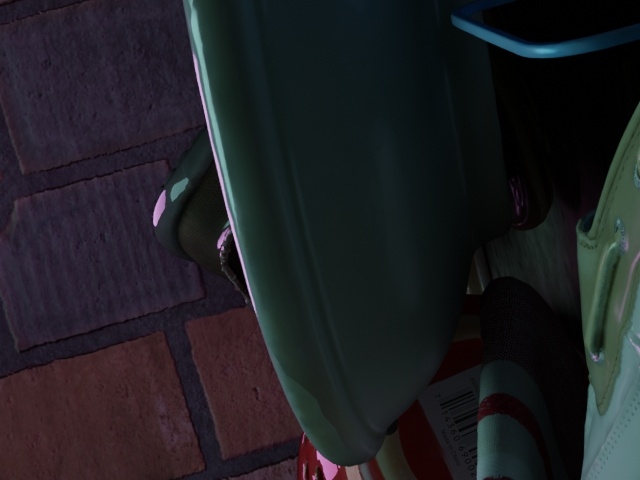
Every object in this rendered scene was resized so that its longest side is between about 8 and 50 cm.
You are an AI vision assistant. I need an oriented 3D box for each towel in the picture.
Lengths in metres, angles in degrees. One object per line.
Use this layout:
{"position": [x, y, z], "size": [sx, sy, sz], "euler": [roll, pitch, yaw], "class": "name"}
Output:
{"position": [0.115, 0.196, 0.482], "size": [0.237, 0.037, 0.329], "euler": [61, -158, -28], "class": "towel"}

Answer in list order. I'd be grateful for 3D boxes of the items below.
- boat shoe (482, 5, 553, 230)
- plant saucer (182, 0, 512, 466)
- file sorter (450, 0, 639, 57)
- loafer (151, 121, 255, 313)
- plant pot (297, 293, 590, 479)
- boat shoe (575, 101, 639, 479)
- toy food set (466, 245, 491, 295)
{"position": [0.105, -0.081, 0.720], "size": [0.153, 0.048, 0.056], "euler": [67, 152, 9], "class": "boat shoe"}
{"position": [0.025, -0.100, 0.583], "size": [0.400, 0.101, 0.400], "euler": [-10, -90, -83], "class": "plant saucer"}
{"position": [0.080, -0.148, 0.353], "size": [0.118, 0.104, 0.170], "euler": [-121, 16, -71], "class": "file sorter"}
{"position": [0.000, 0.000, 0.862], "size": [0.130, 0.134, 0.366], "euler": [33, 175, 19], "class": "loafer"}
{"position": [0.088, 0.133, 0.774], "size": [0.174, 0.191, 0.191], "euler": [111, 143, -67], "class": "plant pot"}
{"position": [0.133, 0.025, 0.362], "size": [0.302, 0.113, 0.103], "euler": [94, 167, -57], "class": "boat shoe"}
{"position": [0.060, -0.038, 1.058], "size": [0.220, 0.092, 0.306], "euler": [-125, 20, -76], "class": "toy food set"}
